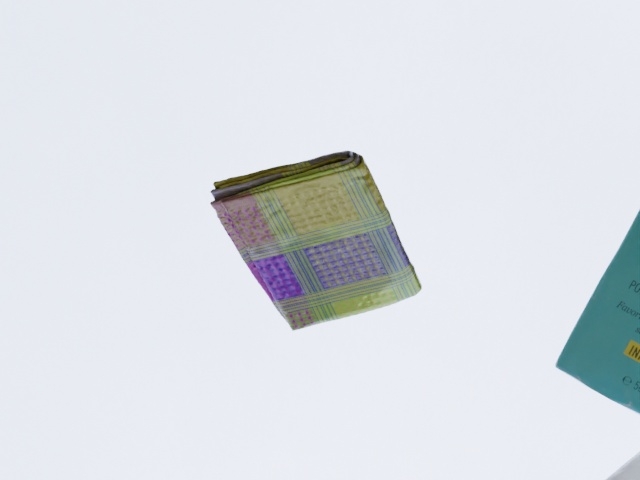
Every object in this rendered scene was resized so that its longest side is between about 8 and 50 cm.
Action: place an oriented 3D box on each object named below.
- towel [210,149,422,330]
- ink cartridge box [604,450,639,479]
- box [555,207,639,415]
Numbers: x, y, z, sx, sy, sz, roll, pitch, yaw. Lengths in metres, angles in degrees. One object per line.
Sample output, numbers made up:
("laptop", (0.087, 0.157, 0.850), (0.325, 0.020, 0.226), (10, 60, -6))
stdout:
("towel", (0.000, 0.000, 0.729), (0.060, 0.083, 0.009), (-15, -135, 14))
("ink cartridge box", (0.115, 0.174, 0.622), (0.225, 0.056, 0.181), (-42, -72, 18))
("box", (0.204, -0.028, 0.818), (0.100, 0.060, 0.244), (29, -87, 21))
